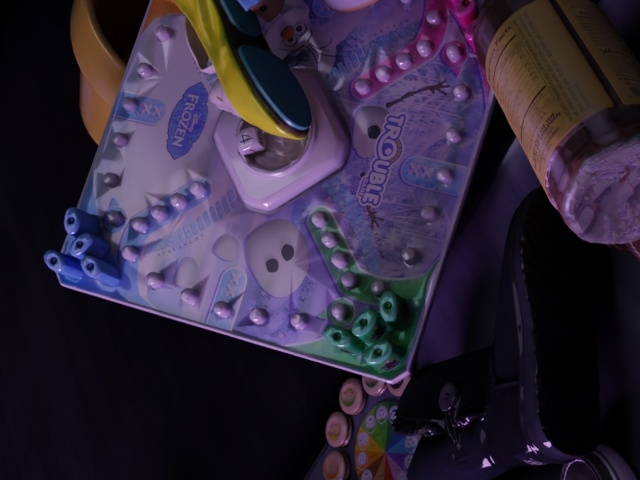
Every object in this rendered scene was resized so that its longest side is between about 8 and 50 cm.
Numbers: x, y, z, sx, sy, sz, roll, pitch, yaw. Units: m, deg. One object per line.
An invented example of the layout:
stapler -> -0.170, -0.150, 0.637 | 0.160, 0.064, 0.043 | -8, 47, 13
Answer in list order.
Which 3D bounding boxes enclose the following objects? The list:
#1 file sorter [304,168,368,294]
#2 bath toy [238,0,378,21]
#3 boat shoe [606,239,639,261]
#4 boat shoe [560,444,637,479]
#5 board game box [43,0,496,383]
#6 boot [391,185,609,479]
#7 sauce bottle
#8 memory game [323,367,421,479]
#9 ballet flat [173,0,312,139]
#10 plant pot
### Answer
file sorter -> 0.000, 0.000, 1.366 | 0.118, 0.104, 0.170 | -23, 68, 24
bath toy -> 0.082, -0.308, 1.232 | 0.348, 0.129, 0.151 | -20, 100, 14
boat shoe -> 0.245, -0.030, 1.101 | 0.073, 0.073, 0.207 | -42, 39, 24
boat shoe -> 0.208, 0.270, 1.071 | 0.080, 0.076, 0.229 | -20, 66, 50
board game box -> -0.044, -0.101, 1.317 | 0.390, 0.050, 0.390 | 14, 81, 24
boot -> 0.145, 0.091, 1.185 | 0.207, 0.094, 0.247 | -29, 51, 52
sauce bottle -> 0.188, -0.141, 1.096 | 0.111, 0.111, 0.344 | -55, 31, 30
memory game -> 0.059, 0.205, 1.344 | 0.186, 0.012, 0.186 | -18, 67, 50
ballet flat -> -0.079, -0.168, 1.290 | 0.077, 0.077, 0.231 | -42, 60, 29
plant pot -> -0.174, -0.204, 1.589 | 0.239, 0.254, 0.254 | 131, 136, -57
